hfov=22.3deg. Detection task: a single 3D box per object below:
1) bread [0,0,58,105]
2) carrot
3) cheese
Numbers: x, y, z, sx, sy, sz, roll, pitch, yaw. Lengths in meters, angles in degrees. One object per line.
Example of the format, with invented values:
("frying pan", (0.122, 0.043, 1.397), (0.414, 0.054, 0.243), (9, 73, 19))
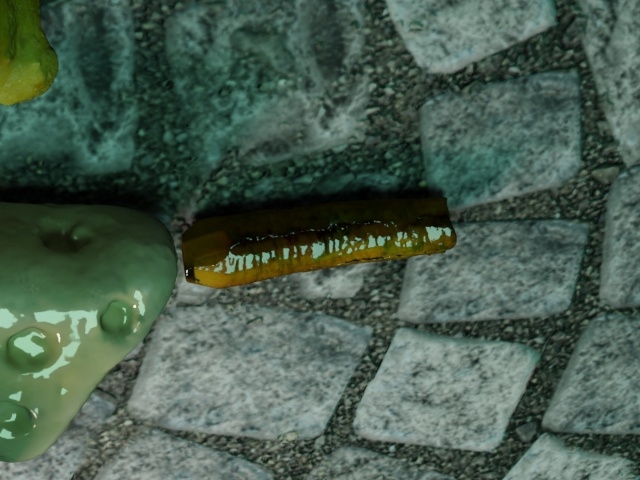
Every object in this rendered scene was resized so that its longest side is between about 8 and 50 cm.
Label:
("bread", (-0.307, -0.182, 1.241), (0.160, 0.088, 0.233), (-12, 130, 18))
("carrot", (0.000, 0.000, 1.505), (0.260, 0.070, 0.070), (-6, 131, -11))
("cheese", (-0.251, 0.079, 1.438), (0.251, 0.174, 0.248), (-6, 129, -17))
